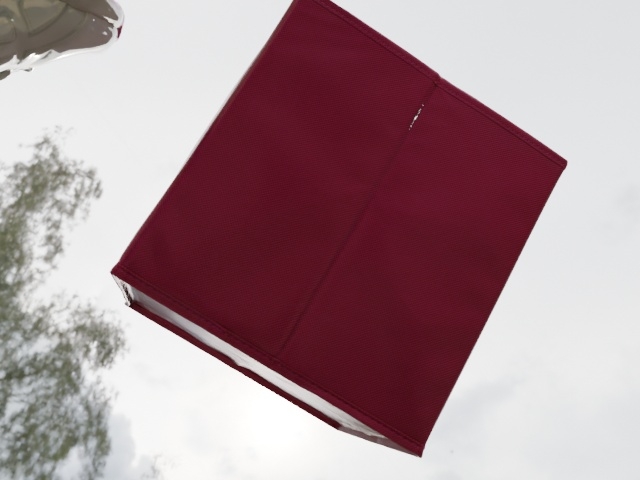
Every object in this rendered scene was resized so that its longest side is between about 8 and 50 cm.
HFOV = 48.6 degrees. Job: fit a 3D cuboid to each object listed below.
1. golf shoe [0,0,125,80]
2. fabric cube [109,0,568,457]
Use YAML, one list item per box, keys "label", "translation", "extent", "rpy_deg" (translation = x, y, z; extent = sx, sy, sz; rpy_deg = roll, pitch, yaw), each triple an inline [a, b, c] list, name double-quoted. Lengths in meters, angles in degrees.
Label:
- label: "golf shoe"
  translation: [-0.225, -0.119, 0.384]
  extent: [0.115, 0.306, 0.140]
  rpy_deg: [26, -76, 15]
- label: "fabric cube"
  translation: [0.000, 0.000, 0.621]
  extent: [0.259, 0.258, 0.254]
  rpy_deg: [32, -15, -6]
